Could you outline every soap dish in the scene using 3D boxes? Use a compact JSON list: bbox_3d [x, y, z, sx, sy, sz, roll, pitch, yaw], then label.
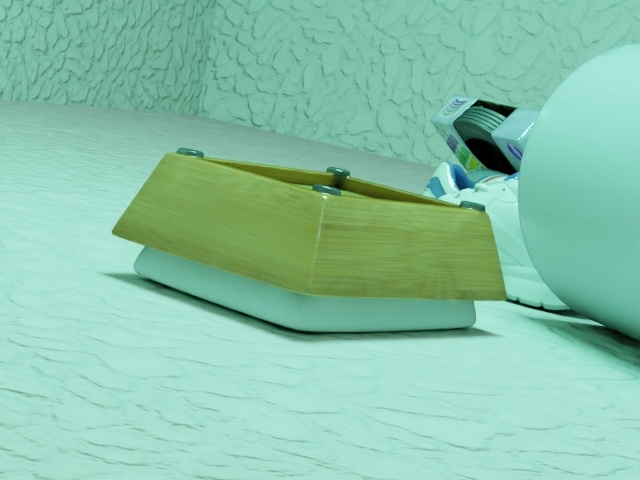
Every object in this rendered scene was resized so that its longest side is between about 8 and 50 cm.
[{"bbox_3d":[0.000,0.000,1.359,0.229,0.118,0.291,16,7,38],"label":"soap dish"}]

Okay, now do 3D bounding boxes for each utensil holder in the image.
[{"bbox_3d":[0.408,-0.029,1.420,0.328,0.327,0.385,8,5,-22],"label":"utensil holder"}]

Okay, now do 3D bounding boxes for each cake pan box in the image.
[{"bbox_3d":[0.300,-0.093,2.224,0.267,0.070,0.246,52,-15,-27],"label":"cake pan box"}]

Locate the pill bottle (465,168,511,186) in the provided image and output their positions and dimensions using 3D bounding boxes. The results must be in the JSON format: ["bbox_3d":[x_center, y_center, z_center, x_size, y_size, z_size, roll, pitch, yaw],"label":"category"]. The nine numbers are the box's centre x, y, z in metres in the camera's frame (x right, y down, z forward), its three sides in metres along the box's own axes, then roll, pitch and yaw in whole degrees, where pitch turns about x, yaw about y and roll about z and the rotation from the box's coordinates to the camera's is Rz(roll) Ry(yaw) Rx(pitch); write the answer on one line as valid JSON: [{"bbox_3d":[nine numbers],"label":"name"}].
[{"bbox_3d":[0.236,-0.046,2.158,0.108,0.108,0.180,10,7,-12],"label":"pill bottle"}]

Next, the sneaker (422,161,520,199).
[{"bbox_3d":[0.252,-0.015,1.844,0.296,0.131,0.112,15,6,21],"label":"sneaker"}]

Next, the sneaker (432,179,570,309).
[{"bbox_3d":[0.169,-0.012,1.686,0.297,0.129,0.111,12,9,16],"label":"sneaker"}]
